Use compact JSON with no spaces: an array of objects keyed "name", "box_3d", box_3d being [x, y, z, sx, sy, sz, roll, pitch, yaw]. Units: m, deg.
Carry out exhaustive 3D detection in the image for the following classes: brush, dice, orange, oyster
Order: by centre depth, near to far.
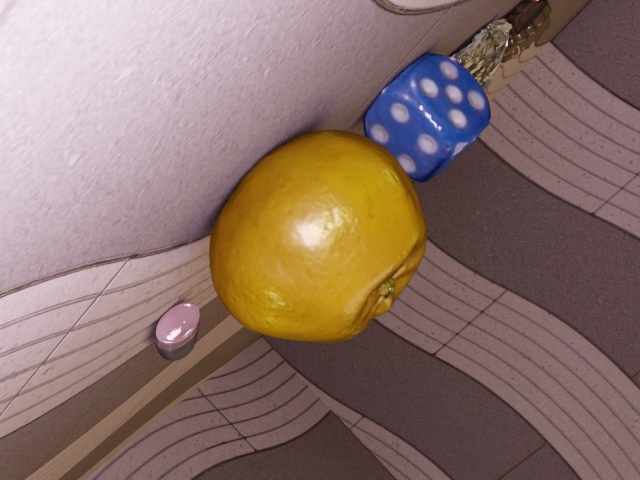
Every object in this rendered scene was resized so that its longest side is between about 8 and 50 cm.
[{"name":"orange","box_3d":[0.000,0.000,1.285,0.279,0.235,0.279,-51,174,-8]},{"name":"dice","box_3d":[0.159,-0.184,1.587,0.143,0.146,0.146,-43,180,-37]},{"name":"oyster","box_3d":[0.263,-0.315,1.850,0.177,0.064,0.125,-30,155,-27]},{"name":"brush","box_3d":[0.431,-0.457,1.991,0.301,0.071,0.084,-48,173,-15]}]

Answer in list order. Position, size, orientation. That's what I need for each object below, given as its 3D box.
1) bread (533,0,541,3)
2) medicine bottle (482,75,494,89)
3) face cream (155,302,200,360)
[{"name":"bread","box_3d":[0.466,-0.493,1.854,0.269,0.095,0.139,-18,156,-46]},{"name":"medicine bottle","box_3d":[0.248,-0.267,2.046,0.218,0.074,0.074,-44,176,-23]},{"name":"face cream","box_3d":[-0.237,0.153,1.731,0.084,0.057,0.198,-42,173,-17]}]
